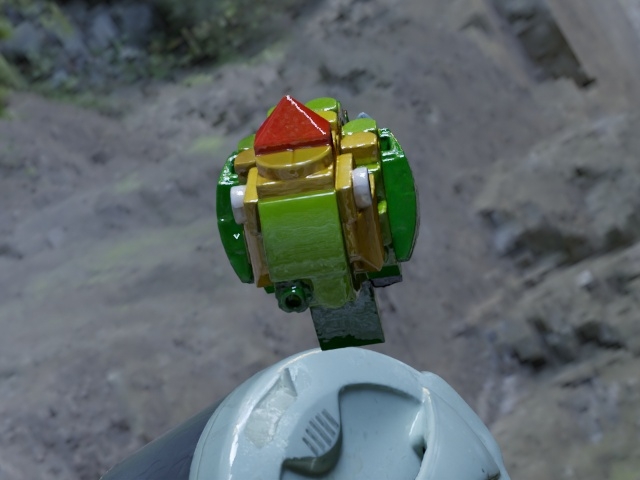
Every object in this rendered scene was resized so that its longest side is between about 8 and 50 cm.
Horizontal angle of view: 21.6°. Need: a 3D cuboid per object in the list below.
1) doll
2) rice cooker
[{"bbox_3d":[-0.001,-0.009,0.887,0.186,0.106,0.134,26,58,-83],"label":"doll"},{"bbox_3d":[-0.011,0.230,1.160,0.288,0.277,0.288,24,50,-31],"label":"rice cooker"}]
